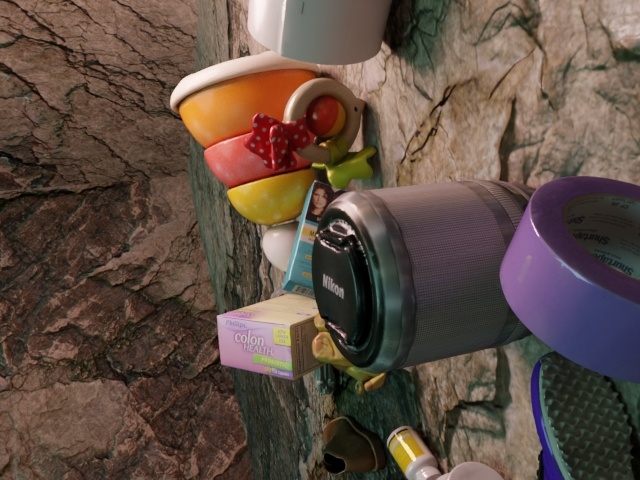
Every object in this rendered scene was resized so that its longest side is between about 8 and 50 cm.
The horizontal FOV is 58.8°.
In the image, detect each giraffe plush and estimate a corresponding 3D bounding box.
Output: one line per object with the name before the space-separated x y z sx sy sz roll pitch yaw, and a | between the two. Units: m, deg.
giraffe plush | 0.079 0.223 1.167 0.210 0.181 0.170 39 158 12

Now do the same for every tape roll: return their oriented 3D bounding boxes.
tape roll | 0.003 -0.432 0.968 0.246 0.246 0.169 -116 28 -41
tape roll | 0.264 0.027 0.503 0.189 0.189 0.080 -118 30 -44

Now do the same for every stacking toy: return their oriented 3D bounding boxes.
stacking toy | -0.123 -0.157 1.315 0.351 0.351 0.479 171 85 -70

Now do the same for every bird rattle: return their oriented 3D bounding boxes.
bird rattle | -0.013 -0.217 1.119 0.143 0.254 0.206 28 99 65

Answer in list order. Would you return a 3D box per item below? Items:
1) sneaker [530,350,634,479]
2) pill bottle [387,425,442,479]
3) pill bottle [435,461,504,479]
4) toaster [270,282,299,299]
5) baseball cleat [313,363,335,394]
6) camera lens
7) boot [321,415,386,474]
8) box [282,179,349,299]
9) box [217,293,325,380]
sneaker | 0.288 0.280 0.655 0.146 0.102 0.293 128 131 -64
pill bottle | 0.177 0.407 1.054 0.116 0.065 0.065 -131 39 -57
pill bottle | 0.211 0.442 0.893 0.221 0.121 0.121 103 151 -45
toaster | -0.056 0.194 1.541 0.168 0.110 0.185 141 119 -68
baseball cleat | 0.003 0.297 1.477 0.109 0.072 0.205 -125 37 -64
camera lens | 0.141 0.037 0.716 0.219 0.275 0.219 172 90 -70
boot | 0.043 0.499 1.380 0.305 0.115 0.112 150 109 -70
box | 0.000 0.000 1.195 0.060 0.101 0.244 126 160 -60
box | -0.067 0.207 1.278 0.214 0.243 0.117 1 97 37
